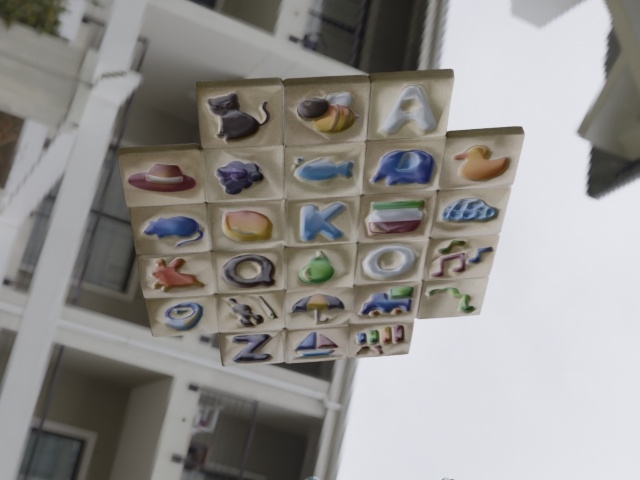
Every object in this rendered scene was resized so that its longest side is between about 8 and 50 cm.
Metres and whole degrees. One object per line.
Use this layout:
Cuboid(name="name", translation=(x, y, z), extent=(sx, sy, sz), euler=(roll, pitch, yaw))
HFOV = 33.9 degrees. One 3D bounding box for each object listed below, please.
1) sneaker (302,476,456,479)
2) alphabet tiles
Cuboid(name="sneaker", translation=(0.103, 0.358, 1.344), extent=(0.208, 0.127, 0.319), euler=(-49, -136, -4))
Cuboid(name="alphabet tiles", translation=(0.000, 0.000, 0.816), extent=(0.342, 0.285, 0.011), euler=(92, -7, -52))
